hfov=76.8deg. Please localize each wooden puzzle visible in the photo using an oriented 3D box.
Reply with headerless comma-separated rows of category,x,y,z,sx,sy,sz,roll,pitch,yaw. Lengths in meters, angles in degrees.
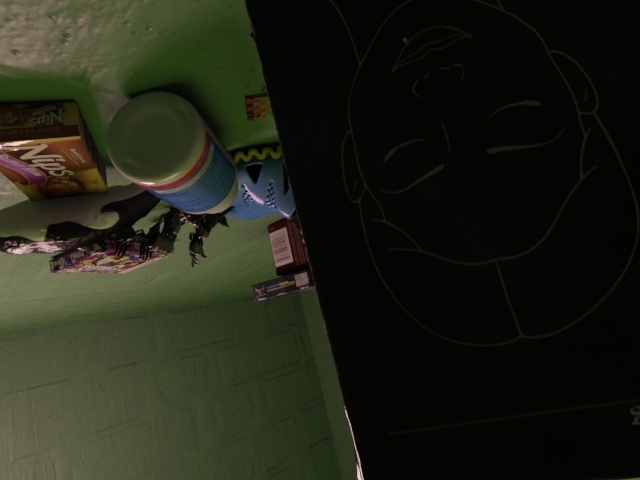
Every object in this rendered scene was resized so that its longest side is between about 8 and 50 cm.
wooden puzzle,-0.084,-0.197,0.590,0.049,0.006,0.083,-12,169,-10

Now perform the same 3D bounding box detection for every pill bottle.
pill bottle,-0.194,-0.108,0.593,0.124,0.124,0.221,-14,168,2

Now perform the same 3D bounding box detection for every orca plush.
orca plush,-0.374,-0.034,0.671,0.287,0.151,0.102,-39,149,-40

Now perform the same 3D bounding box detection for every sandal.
sandal,-0.072,-0.103,0.753,0.318,0.138,0.126,-14,171,8

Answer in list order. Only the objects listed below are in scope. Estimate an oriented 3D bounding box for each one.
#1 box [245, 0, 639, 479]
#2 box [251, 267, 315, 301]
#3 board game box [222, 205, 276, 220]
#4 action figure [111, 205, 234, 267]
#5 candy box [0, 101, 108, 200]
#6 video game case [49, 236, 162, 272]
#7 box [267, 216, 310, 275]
box,0.236,-0.070,0.402,0.480,0.471,0.297,-17,169,19
box,-0.072,0.137,1.280,0.233,0.059,0.183,-18,168,33
board game box,-0.176,-0.094,0.910,0.169,0.033,0.133,-11,151,41
action figure,-0.313,-0.012,0.900,0.276,0.140,0.164,-16,157,21
candy box,-0.365,-0.113,0.546,0.109,0.053,0.187,-10,170,-21
video game case,-0.574,0.046,1.125,0.210,0.041,0.232,-19,168,21
box,-0.031,0.011,1.287,0.167,0.168,0.203,-21,168,36
